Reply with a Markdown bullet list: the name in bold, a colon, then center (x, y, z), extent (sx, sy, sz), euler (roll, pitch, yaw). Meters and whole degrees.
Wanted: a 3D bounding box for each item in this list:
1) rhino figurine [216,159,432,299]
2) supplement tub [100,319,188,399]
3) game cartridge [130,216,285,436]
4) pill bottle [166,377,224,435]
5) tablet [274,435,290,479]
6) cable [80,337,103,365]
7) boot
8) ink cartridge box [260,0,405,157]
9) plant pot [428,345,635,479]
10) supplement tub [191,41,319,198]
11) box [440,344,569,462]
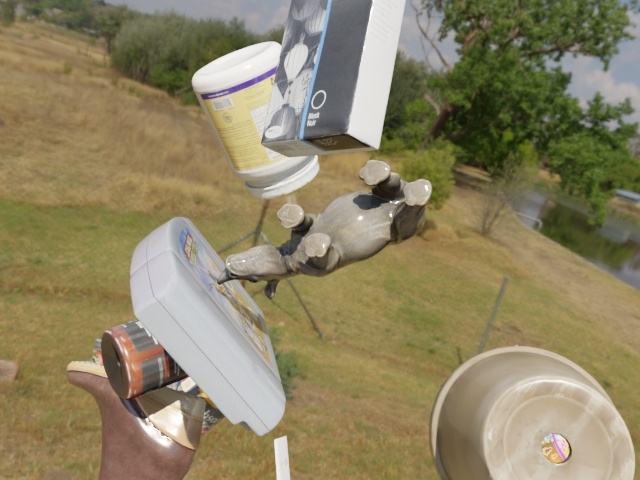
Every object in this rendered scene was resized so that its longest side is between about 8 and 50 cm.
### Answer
- **rhino figurine**: center (0.000, 0.000, 0.536), extent (0.073, 0.243, 0.106), euler (68, 10, 18)
- **supplement tub**: center (-0.209, 0.153, 0.771), extent (0.198, 0.106, 0.106), euler (-14, 31, -39)
- **game cartridge**: center (-0.129, 0.070, 0.595), extent (0.198, 0.062, 0.297), euler (59, -3, -17)
- **pill bottle**: center (-0.297, 0.397, 1.363), extent (0.162, 0.278, 0.162), euler (50, 4, -4)
- **tablet**: center (-0.066, 0.388, 0.910), extent (0.006, 0.083, 0.054), euler (-10, -16, 16)
- **cable**: center (-0.337, 0.247, 1.036), extent (0.139, 0.072, 0.287), euler (16, -5, 33)
- **boot**: center (-0.314, 0.309, 0.796), extent (0.248, 0.207, 0.090), euler (17, -17, 9)
- **ink cartridge box**: center (0.025, -0.275, 0.663), extent (0.065, 0.332, 0.165), euler (18, -10, -42)
- **plant pot**: center (0.337, 0.314, 0.810), extent (0.323, 0.323, 0.280), euler (21, -13, 16)
- **supplement tub**: center (-0.150, -0.298, 1.312), extent (0.241, 0.331, 0.241), euler (-16, 31, 10)
- **box**: center (0.436, 0.416, 1.186), extent (0.201, 0.293, 0.057), euler (-24, -15, -13)
